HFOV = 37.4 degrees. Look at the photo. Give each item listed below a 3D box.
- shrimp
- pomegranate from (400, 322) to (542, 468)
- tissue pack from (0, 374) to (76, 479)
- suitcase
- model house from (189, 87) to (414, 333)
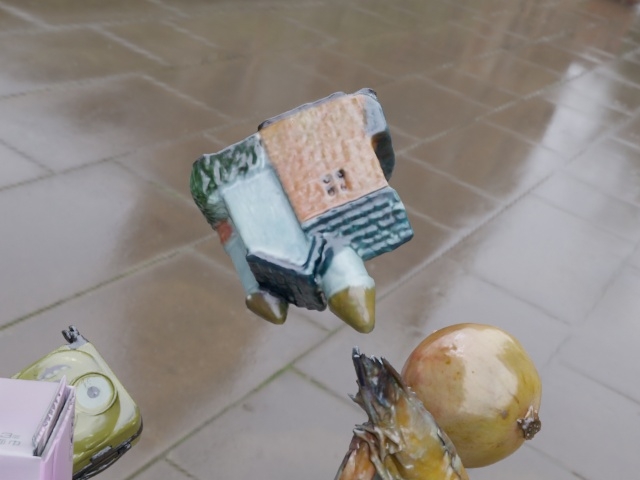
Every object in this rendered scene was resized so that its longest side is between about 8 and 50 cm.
[{"bbox_3d":[0.072,0.253,1.067,0.164,0.316,0.062,-26,26,-5],"label":"shrimp"},{"bbox_3d":[0.192,0.199,1.220,0.191,0.191,0.191,15,25,-7],"label":"pomegranate"},{"bbox_3d":[-0.262,0.145,0.504,0.246,0.148,0.092,6,16,-5],"label":"tissue pack"},{"bbox_3d":[-0.424,0.281,1.581,0.194,0.143,0.235,-32,67,-26],"label":"suitcase"},{"bbox_3d":[0.000,0.000,1.122,0.253,0.184,0.291,-21,58,-2],"label":"model house"}]
